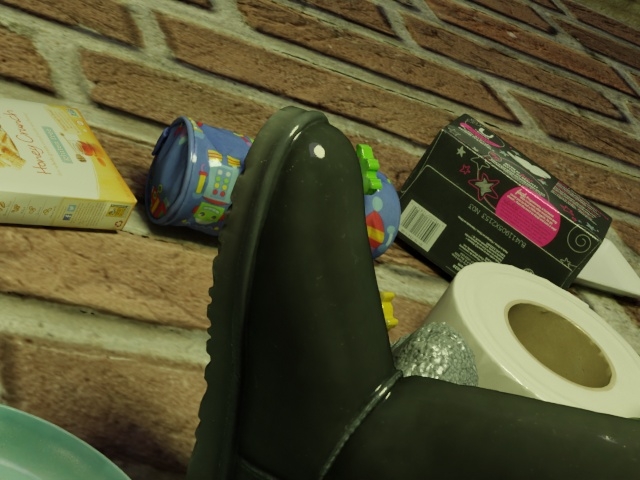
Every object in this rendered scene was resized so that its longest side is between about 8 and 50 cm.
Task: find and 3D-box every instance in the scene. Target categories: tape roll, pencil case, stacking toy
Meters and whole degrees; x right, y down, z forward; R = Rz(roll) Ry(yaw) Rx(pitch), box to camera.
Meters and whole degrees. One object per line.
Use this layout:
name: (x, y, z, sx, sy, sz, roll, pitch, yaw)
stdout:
tape roll: (0.248, 0.152, 1.409, 0.286, 0.100, 0.286, 24, 27, -14)
pencil case: (-0.053, -0.054, 1.410, 0.306, 0.119, 0.133, 12, 36, -34)
stacking toy: (0.000, 0.000, 1.333, 0.167, 0.052, 0.221, 2, 78, -44)

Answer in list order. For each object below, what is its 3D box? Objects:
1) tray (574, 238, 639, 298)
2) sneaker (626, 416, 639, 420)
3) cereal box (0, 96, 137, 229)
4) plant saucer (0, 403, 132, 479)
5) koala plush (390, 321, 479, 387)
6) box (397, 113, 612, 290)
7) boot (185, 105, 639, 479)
tray: (0.360, 0.022, 1.825, 0.270, 0.030, 0.145, 15, 32, -31)
sneaker: (0.291, 0.252, 1.201, 0.064, 0.086, 0.192, 38, 57, -19)
cereal box: (-0.326, -0.085, 1.250, 0.240, 0.047, 0.173, 4, 38, -44)
plant saucer: (-0.238, 0.225, 0.809, 0.317, 0.044, 0.317, 22, 28, -13)
koala plush: (0.110, 0.206, 1.094, 0.221, 0.203, 0.196, 45, 27, 0)
box: (0.232, -0.025, 1.619, 0.247, 0.163, 0.142, 37, 23, 8)
boot: (0.140, 0.126, 0.893, 0.445, 0.367, 0.146, 17, 23, 19)
